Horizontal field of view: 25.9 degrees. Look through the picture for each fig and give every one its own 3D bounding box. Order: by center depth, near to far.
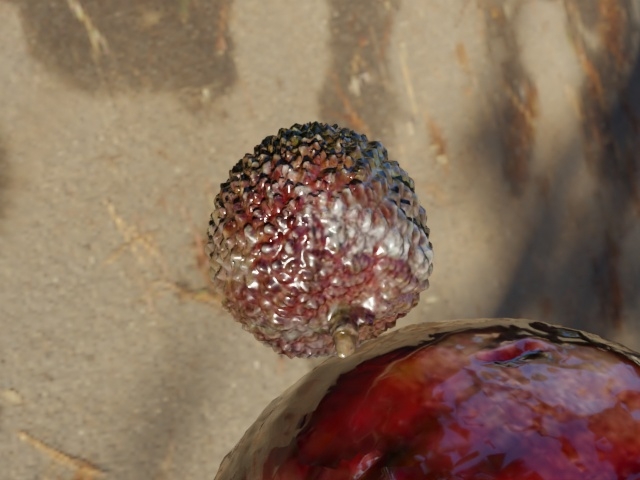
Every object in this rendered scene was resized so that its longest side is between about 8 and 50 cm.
[{"bbox_3d":[0.068,0.140,0.543,0.263,0.224,0.224,-30,110,-24],"label":"fig"}]

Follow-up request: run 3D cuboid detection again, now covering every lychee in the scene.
[{"bbox_3d":[0.000,0.000,0.413,0.083,0.068,0.067,-99,-179,-47],"label":"lychee"}]
